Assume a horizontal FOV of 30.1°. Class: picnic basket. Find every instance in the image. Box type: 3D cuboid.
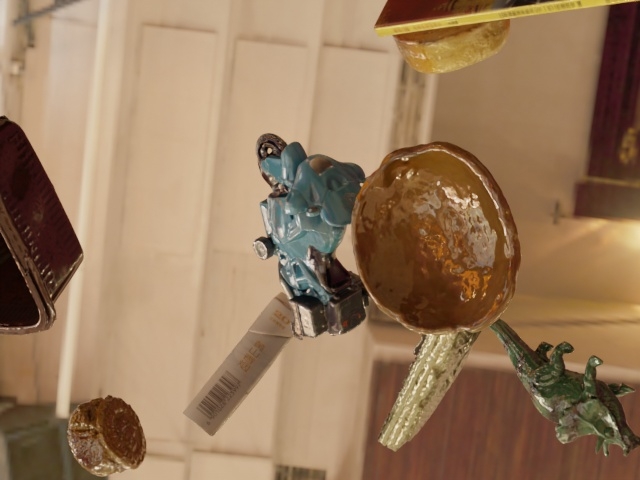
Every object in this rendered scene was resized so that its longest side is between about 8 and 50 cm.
[{"bbox_3d":[-0.435,-0.028,1.553,0.222,0.297,0.129,-2,-148,34],"label":"picnic basket"}]

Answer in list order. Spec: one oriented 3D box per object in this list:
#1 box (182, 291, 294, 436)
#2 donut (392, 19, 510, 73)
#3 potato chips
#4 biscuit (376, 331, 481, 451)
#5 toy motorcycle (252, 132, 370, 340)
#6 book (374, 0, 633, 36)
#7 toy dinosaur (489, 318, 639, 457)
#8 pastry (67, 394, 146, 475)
[{"bbox_3d":[-0.114,0.191,1.875,0.067,0.233,0.149,38,180,-1],"label":"box"},{"bbox_3d":[0.189,-0.298,1.685,0.174,0.074,0.190,-25,-150,-10],"label":"donut"},{"bbox_3d":[0.129,0.000,1.272,0.208,0.195,0.062,41,-163,18],"label":"potato chips"},{"bbox_3d":[0.155,0.148,1.499,0.052,0.252,0.150,34,-139,14],"label":"biscuit"},{"bbox_3d":[0.000,0.000,1.471,0.123,0.272,0.182,-29,-151,-33],"label":"toy motorcycle"},{"bbox_3d":[0.261,-0.355,1.393,0.374,0.262,0.028,1,143,41],"label":"book"},{"bbox_3d":[0.332,0.180,1.633,0.079,0.120,0.292,31,-159,-55],"label":"toy dinosaur"},{"bbox_3d":[-0.265,0.244,1.479,0.057,0.109,0.097,-25,-137,19],"label":"pastry"}]
